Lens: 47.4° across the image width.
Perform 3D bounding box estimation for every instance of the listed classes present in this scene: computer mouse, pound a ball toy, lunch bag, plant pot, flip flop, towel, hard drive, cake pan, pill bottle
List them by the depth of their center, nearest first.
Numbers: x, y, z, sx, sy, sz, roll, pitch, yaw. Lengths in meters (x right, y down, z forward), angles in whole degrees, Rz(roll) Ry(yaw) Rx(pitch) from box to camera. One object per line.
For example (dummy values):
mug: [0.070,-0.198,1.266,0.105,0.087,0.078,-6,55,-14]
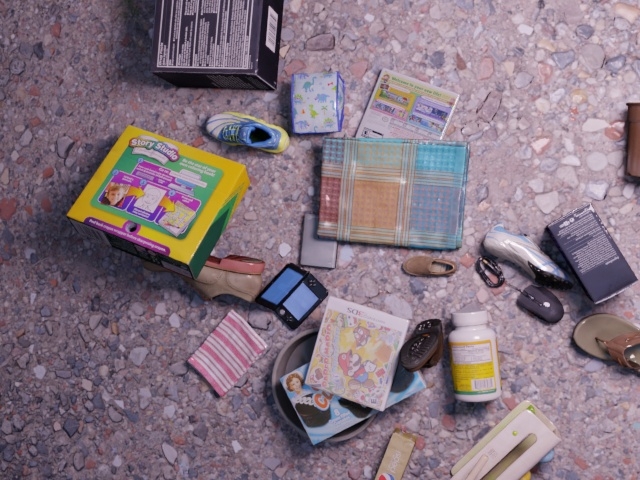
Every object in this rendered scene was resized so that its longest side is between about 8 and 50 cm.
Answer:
plant pot: [0.763,-0.221,1.639,0.167,0.167,0.165,9,100,15]
flip flop: [0.723,0.257,1.680,0.277,0.080,0.112,29,97,13]
pound a ball toy: [0.415,0.540,1.695,0.136,0.208,0.319,44,99,11]
pill bottle: [0.369,0.274,1.754,0.117,0.117,0.208,-7,88,15]
computer mouse: [0.482,0.117,1.765,0.242,0.041,0.071,34,99,13]
towel: [0.179,-0.120,1.823,0.370,0.040,0.271,4,96,10]
lunch bag: [-0.006,-0.347,1.867,0.128,0.096,0.151,-1,80,14]
cake pan: [0.020,0.367,1.878,0.293,0.054,0.293,0,90,14]
hard drive: [0.000,0.000,1.901,0.094,0.022,0.135,6,91,15]
towel: [-0.251,0.304,1.963,0.144,0.029,0.197,43,100,10]

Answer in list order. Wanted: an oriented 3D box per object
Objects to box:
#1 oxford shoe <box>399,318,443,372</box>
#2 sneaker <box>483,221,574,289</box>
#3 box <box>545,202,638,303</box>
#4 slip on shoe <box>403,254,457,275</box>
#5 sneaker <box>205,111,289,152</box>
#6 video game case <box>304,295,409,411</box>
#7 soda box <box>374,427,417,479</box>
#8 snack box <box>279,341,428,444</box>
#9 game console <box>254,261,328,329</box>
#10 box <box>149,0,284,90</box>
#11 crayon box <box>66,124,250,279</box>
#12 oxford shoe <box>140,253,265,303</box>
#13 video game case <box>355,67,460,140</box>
oxford shoe: [0.252,0.269,1.732,0.082,0.227,0.096,-7,102,29]
sneaker: [0.506,0.037,1.742,0.237,0.085,0.086,32,72,6]
box: [0.618,0.029,1.672,0.108,0.153,0.207,-31,82,13]
slip on shoe: [0.272,0.065,1.819,0.135,0.041,0.051,7,91,15]
sneaker: [-0.204,-0.291,1.902,0.240,0.126,0.091,12,93,14]
video game case: [0.087,0.271,1.758,0.206,0.026,0.227,16,92,17]
soda box: [0.182,0.570,1.833,0.061,0.058,0.181,22,96,14]
snack box: [0.080,0.349,1.803,0.322,0.060,0.187,-31,81,13]
game console: [-0.073,0.146,1.887,0.124,0.085,0.144,45,101,11]
box: [-0.262,-0.556,1.890,0.294,0.183,0.296,5,89,14]
crayon box: [-0.416,-0.107,1.902,0.363,0.106,0.313,21,65,14]
oxford shoe: [-0.322,0.097,1.937,0.348,0.123,0.130,7,97,16]
video game case: [0.220,-0.312,1.845,0.212,0.023,0.193,23,96,14]
